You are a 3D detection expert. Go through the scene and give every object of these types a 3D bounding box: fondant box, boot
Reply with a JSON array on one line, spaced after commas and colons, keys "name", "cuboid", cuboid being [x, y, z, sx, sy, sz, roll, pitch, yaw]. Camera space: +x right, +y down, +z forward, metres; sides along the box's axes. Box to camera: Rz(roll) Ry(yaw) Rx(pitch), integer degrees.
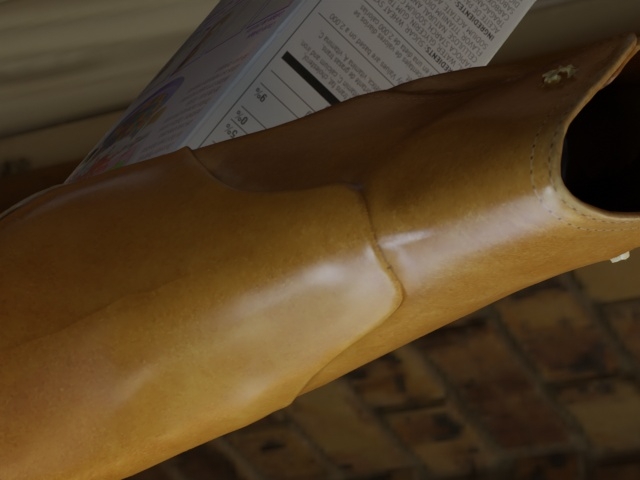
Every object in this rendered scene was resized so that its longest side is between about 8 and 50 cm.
[{"name": "fondant box", "cuboid": [-0.038, -0.049, 0.872, 0.096, 0.238, 0.330, 44, -112, -13]}, {"name": "boot", "cuboid": [0.001, 0.001, 0.563, 0.295, 0.211, 0.104, -27, -83, -36]}]
